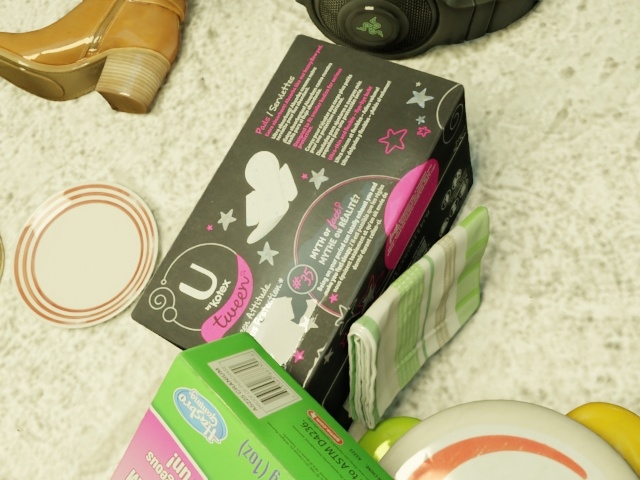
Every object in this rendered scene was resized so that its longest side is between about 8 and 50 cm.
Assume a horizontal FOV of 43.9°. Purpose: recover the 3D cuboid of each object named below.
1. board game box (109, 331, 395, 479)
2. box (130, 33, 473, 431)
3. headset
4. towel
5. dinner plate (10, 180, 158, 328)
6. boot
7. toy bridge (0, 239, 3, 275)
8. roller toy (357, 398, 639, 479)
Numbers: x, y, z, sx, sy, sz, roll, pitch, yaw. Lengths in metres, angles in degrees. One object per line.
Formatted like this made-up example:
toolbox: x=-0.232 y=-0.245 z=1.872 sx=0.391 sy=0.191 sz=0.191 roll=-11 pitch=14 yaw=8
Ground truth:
board game box: x=-0.053 y=0.253 z=0.478 sx=0.242 sy=0.064 sz=0.317 roll=41 pitch=116 yaw=23
box: x=0.000 y=0.000 z=0.607 sx=0.142 sy=0.163 sz=0.247 roll=24 pitch=76 yaw=21
headset: x=0.032 y=-0.288 z=0.703 sx=0.394 sy=0.185 sz=0.243 roll=-15 pitch=66 yaw=-8
towel: x=0.075 y=0.056 z=0.573 sx=0.023 sy=0.113 sz=0.152 roll=31 pitch=54 yaw=29
dinner plate: x=-0.212 y=0.012 z=0.721 sx=0.141 sy=0.017 sz=0.141 roll=-4 pitch=68 yaw=10
boot: x=-0.231 y=-0.214 z=0.786 sx=0.197 sy=0.073 sz=0.152 roll=15 pitch=73 yaw=3
toy bridge: x=-0.328 y=0.014 z=0.736 sx=0.063 sy=0.026 sz=0.188 roll=-22 pitch=67 yaw=0
roller toy: x=0.119 y=0.205 z=0.514 sx=0.209 sy=0.146 sz=0.191 roll=-3 pitch=69 yaw=9
